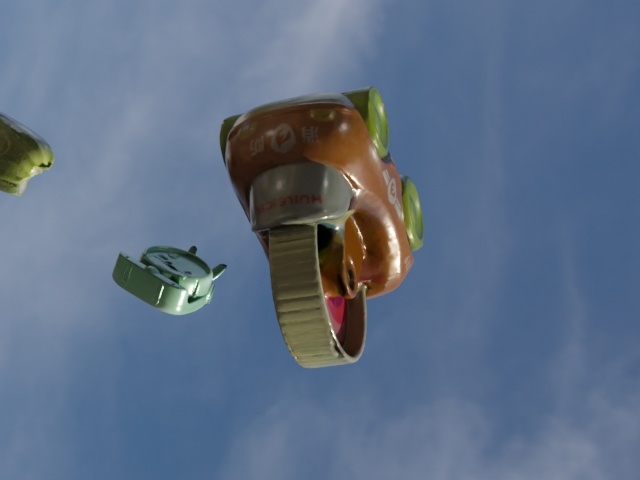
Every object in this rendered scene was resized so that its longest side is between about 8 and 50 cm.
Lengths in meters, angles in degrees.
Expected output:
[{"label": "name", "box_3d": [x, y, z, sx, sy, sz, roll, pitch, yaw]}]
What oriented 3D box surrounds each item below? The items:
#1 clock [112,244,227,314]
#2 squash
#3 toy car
[{"label": "clock", "box_3d": [-0.169, 0.040, 1.383, 0.101, 0.135, 0.041, 27, -70, 20]}, {"label": "squash", "box_3d": [-0.334, -0.100, 1.162, 0.239, 0.069, 0.069, 26, -88, 41]}, {"label": "toy car", "box_3d": [0.000, 0.000, 1.041, 0.145, 0.235, 0.235, -10, -112, 15]}]
